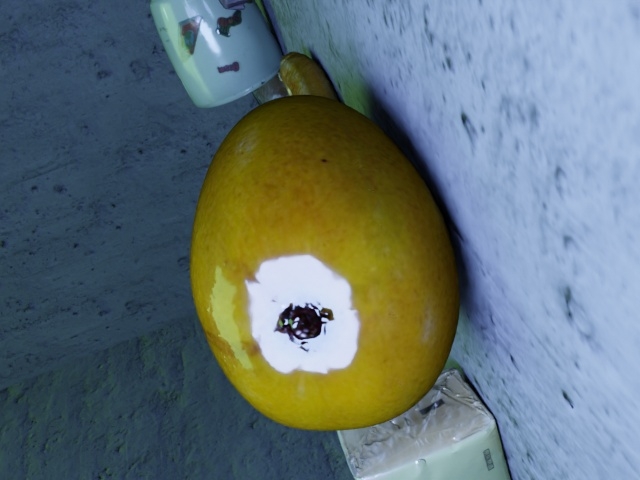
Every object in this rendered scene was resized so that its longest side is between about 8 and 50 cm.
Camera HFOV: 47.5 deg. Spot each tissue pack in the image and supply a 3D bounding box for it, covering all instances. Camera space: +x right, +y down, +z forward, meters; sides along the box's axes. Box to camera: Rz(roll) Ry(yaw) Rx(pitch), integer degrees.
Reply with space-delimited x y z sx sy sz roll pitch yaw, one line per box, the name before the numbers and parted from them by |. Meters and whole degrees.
tissue pack | 0.129 0.283 0.831 0.125 0.159 0.234 -117 6 -62

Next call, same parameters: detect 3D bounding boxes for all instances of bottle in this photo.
bottle | -0.230 -0.457 1.402 0.351 0.229 0.229 62 180 -24

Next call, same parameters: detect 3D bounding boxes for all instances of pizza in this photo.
pizza | 0.002 -0.163 0.999 0.134 0.056 0.271 75 172 -45

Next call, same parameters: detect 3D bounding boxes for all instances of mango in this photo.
mango | 0.000 0.000 0.671 0.378 0.221 0.264 -98 -14 -61

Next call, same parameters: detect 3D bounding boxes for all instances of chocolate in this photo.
chocolate | -0.126 -0.362 1.690 0.157 0.080 0.254 76 172 -70

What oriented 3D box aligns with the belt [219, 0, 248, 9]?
belt | -0.087 -0.350 0.695 0.324 0.115 0.227 -116 4 -53
